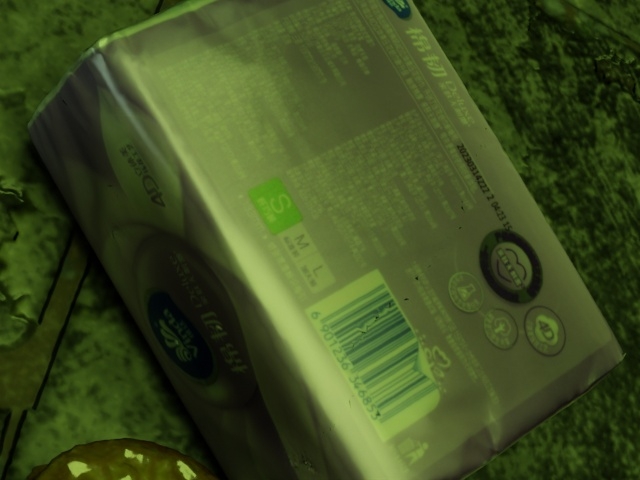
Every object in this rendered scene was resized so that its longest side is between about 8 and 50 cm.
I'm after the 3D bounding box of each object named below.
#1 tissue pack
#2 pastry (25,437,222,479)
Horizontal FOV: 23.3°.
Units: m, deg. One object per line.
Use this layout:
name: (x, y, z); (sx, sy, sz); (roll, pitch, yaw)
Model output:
tissue pack: (0.000, 0.000, 0.987); (0.242, 0.160, 0.338); (-27, 85, -37)
pastry: (-0.115, 0.205, 0.866); (0.188, 0.103, 0.189); (13, 64, -27)
